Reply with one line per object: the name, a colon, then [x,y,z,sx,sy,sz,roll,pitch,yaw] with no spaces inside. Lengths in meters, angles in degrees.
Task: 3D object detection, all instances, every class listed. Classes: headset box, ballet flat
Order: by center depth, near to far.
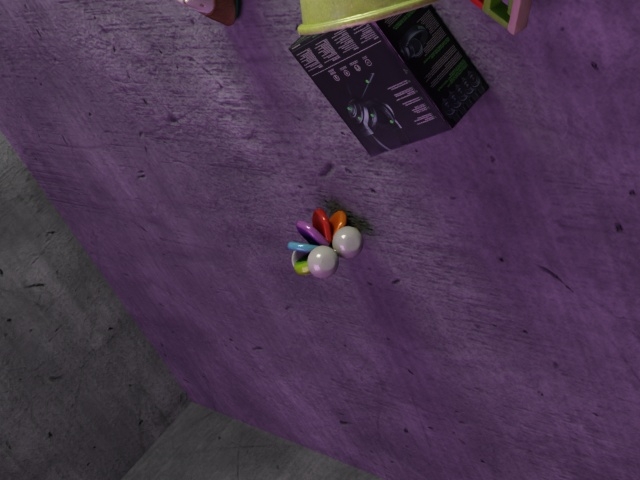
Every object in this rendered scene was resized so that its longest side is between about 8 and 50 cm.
headset box: [0.125,-0.302,1.736,0.283,0.131,0.246,51,150,-15]
ballet flat: [-0.243,-0.537,1.885,0.116,0.124,0.342,31,150,22]

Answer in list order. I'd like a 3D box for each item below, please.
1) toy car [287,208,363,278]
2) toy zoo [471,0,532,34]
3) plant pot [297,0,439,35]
toy car: [0.000,0.000,2.264,0.136,0.182,0.159,57,164,-16]
toy zoo: [0.210,-0.462,1.451,0.293,0.030,0.192,47,159,27]
plant pot: [0.066,-0.459,1.401,0.276,0.276,0.253,5,117,49]
